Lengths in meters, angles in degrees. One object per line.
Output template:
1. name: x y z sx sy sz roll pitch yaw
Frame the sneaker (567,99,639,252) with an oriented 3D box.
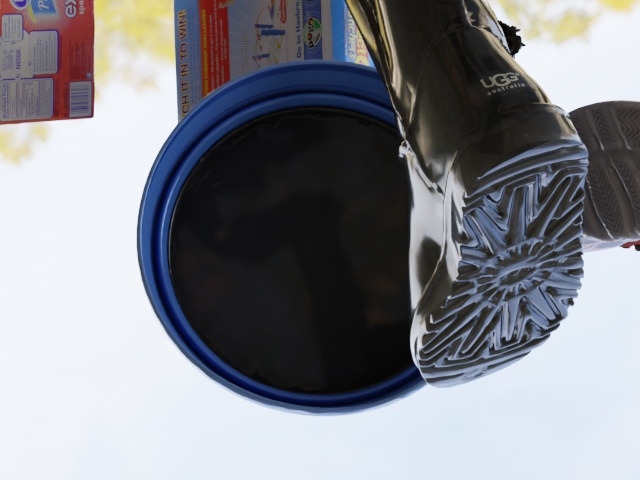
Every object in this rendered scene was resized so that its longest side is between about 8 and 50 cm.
1. sneaker: 0.267 -0.058 1.754 0.180 0.124 0.321 -13 177 -42

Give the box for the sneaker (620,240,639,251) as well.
1. sneaker: 0.354 -0.068 2.401 0.314 0.136 0.116 -1 -154 10

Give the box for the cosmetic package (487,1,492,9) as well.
1. cosmetic package: 0.099 -0.243 2.483 0.238 0.107 0.127 -25 178 -11

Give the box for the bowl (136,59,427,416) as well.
1. bowl: 0.000 0.000 2.084 0.391 0.391 0.077 -38 169 -12

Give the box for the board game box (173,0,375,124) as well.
1. board game box: -0.052 -0.172 2.367 0.086 0.308 0.302 2 174 -40

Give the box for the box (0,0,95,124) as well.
1. box: -0.377 -0.297 2.394 0.154 0.300 0.142 -8 -166 -39

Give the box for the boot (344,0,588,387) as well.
1. boot: 0.079 -0.144 1.693 0.146 0.367 0.445 -15 -123 -17
